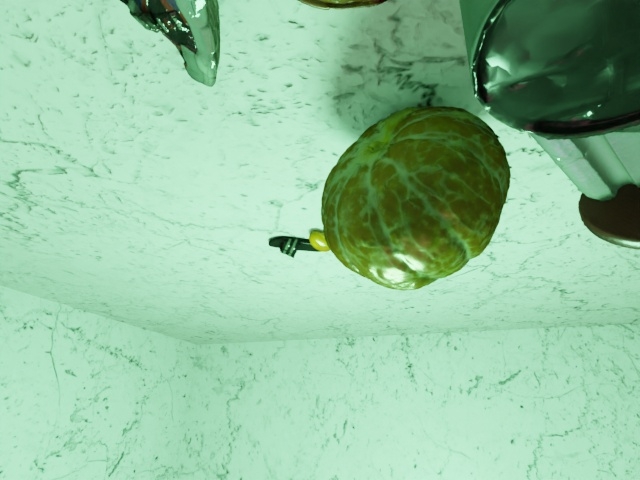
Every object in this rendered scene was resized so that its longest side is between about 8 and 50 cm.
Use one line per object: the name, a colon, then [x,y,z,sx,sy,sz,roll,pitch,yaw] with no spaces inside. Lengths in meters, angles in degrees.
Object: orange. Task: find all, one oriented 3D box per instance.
orange: [0.156,-0.071,0.727,0.249,0.329,0.329,38,140,-29]

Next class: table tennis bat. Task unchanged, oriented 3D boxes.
table tennis bat: [0.642,-0.120,0.706,0.415,0.268,0.051,-31,119,7]

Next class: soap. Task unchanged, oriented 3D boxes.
soap: [0.459,-0.202,0.610,0.302,0.159,0.258,19,155,-40]

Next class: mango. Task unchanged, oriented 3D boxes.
mango: [0.000,0.000,1.245,0.060,0.046,0.089,-15,139,29]

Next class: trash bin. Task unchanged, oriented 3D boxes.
trash bin: [0.226,-0.260,0.366,0.277,0.262,0.217,22,148,-39]

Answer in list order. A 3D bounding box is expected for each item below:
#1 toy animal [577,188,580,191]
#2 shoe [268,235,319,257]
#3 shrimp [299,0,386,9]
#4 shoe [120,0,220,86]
toy animal: [0.702,-0.129,0.871,0.312,0.097,0.157,-4,166,9]
shoe: [-0.068,0.026,1.298,0.179,0.049,0.071,6,155,-10]
shrimp: [0.036,-0.318,0.505,0.236,0.053,0.133,8,154,-7]
shoe: [-0.192,-0.285,0.529,0.125,0.099,0.227,-5,152,-6]
